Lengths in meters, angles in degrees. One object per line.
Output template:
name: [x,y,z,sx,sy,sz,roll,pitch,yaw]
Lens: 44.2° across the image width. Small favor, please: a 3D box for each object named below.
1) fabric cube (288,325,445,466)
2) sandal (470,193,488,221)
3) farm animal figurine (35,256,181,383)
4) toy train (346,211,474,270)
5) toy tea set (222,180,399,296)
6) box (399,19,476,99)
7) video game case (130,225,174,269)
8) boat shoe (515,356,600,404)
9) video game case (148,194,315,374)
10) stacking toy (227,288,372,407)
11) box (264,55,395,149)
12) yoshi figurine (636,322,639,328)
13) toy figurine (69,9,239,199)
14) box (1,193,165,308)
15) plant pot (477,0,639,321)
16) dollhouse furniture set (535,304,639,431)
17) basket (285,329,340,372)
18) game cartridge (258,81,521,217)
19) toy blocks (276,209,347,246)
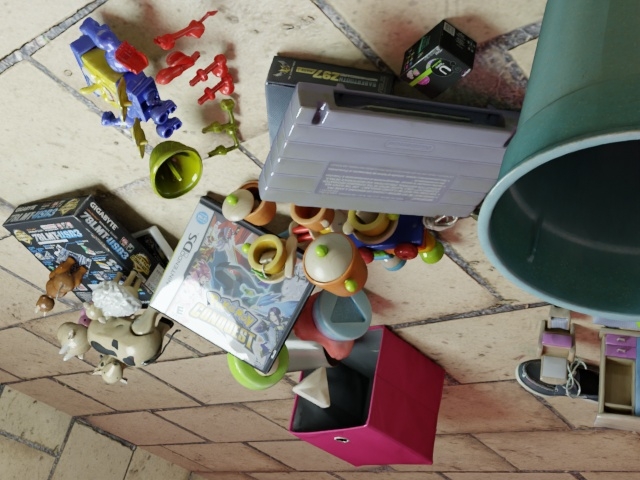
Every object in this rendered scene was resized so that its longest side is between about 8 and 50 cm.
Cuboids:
fabric cube: [0.117,0.390,1.922,0.254,0.259,0.258,-16,139,40]
sandal: [0.379,-0.049,1.258,0.303,0.086,0.120,16,159,28]
farm animal figurine: [-0.456,0.206,1.678,0.327,0.172,0.330,3,141,33]
toy train: [0.182,-0.001,1.406,0.248,0.105,0.143,-7,154,32]
toy tea set: [-0.042,-0.021,1.350,0.336,0.200,0.124,8,160,30]
box: [0.157,-0.240,1.053,0.062,0.052,0.083,28,146,-22]
video game case: [-0.364,0.065,1.738,0.173,0.022,0.190,-15,113,44]
boat shoe: [0.565,0.314,1.765,0.254,0.095,0.079,18,151,-8]
video game case: [-0.164,0.086,1.520,0.275,0.248,0.035,29,-168,6]
stacking toy: [-0.036,0.178,1.621,0.309,0.279,0.130,23,151,-23]
box: [0.014,-0.173,1.218,0.183,0.059,0.232,11,149,6]
yoshi figurine: [0.559,0.005,1.094,0.203,0.203,0.362,-20,137,-22]
toy figurine: [-0.273,-0.243,1.203,0.217,0.191,0.362,39,163,17]
box: [-0.494,0.034,1.694,0.295,0.073,0.293,-5,133,41]
plant pot: [0.363,-0.136,0.859,0.341,0.334,0.341,11,151,6]
dollhouse furniture set: [0.559,0.205,1.484,0.286,0.198,0.303,5,148,15]
basket: [-0.071,0.241,1.869,0.227,0.154,0.204,-5,146,24]
game cartridge: [0.104,-0.123,1.162,0.355,0.068,0.230,4,151,-19]
toy blocks: [0.000,0.000,1.521,0.148,0.054,0.123,-12,140,38]
